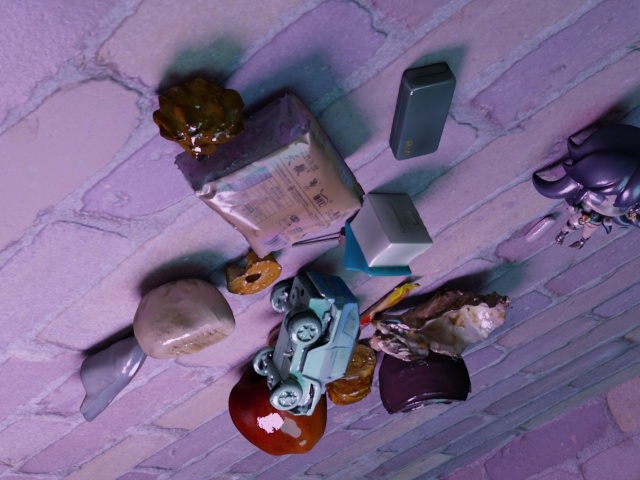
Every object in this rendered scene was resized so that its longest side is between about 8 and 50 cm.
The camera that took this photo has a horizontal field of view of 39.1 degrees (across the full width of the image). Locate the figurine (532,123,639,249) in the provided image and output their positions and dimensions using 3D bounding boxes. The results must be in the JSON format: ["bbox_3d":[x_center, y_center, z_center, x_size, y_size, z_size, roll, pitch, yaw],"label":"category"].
[{"bbox_3d":[0.524,-0.104,1.674,0.175,0.197,0.265,-6,168,-27],"label":"figurine"}]

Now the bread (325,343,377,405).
[{"bbox_3d":[0.069,0.332,2.217,0.132,0.103,0.172,-18,149,-12],"label":"bread"}]

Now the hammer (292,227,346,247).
[{"bbox_3d":[0.000,0.000,1.693,0.110,0.019,0.035,-8,149,-11],"label":"hammer"}]

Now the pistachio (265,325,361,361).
[{"bbox_3d":[-0.016,0.225,1.951,0.215,0.144,0.144,-17,152,1],"label":"pistachio"}]

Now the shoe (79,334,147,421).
[{"bbox_3d":[-0.422,0.257,1.793,0.100,0.103,0.251,35,115,-6],"label":"shoe"}]

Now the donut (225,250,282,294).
[{"bbox_3d":[-0.126,0.058,1.680,0.108,0.043,0.097,-31,149,16],"label":"donut"}]

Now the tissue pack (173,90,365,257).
[{"bbox_3d":[-0.068,-0.088,1.384,0.215,0.123,0.256,-28,152,8],"label":"tissue pack"}]

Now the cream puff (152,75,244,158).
[{"bbox_3d":[-0.161,-0.164,1.221,0.122,0.094,0.116,-22,154,-7],"label":"cream puff"}]

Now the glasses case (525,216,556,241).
[{"bbox_3d":[0.478,-0.024,1.953,0.032,0.021,0.083,3,143,-32],"label":"glasses case"}]

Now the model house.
[{"bbox_3d":[0.114,0.003,1.654,0.100,0.127,0.149,1,142,-34],"label":"model house"}]

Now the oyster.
[{"bbox_3d":[0.272,0.202,2.072,0.337,0.133,0.197,-16,129,-17],"label":"oyster"}]

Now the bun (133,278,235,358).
[{"bbox_3d":[-0.250,0.139,1.658,0.178,0.127,0.193,-24,163,6],"label":"bun"}]

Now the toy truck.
[{"bbox_3d":[-0.027,0.205,1.794,0.156,0.155,0.278,6,113,-23],"label":"toy truck"}]

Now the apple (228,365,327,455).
[{"bbox_3d":[-0.096,0.376,2.058,0.234,0.234,0.234,-16,151,-9],"label":"apple"}]

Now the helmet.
[{"bbox_3d":[0.247,0.318,2.232,0.225,0.177,0.305,-13,178,2],"label":"helmet"}]

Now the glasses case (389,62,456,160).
[{"bbox_3d":[0.159,-0.200,1.422,0.078,0.039,0.184,-14,151,-12],"label":"glasses case"}]

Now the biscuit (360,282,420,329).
[{"bbox_3d":[0.115,0.172,2.052,0.048,0.026,0.292,0,147,-46],"label":"biscuit"}]
